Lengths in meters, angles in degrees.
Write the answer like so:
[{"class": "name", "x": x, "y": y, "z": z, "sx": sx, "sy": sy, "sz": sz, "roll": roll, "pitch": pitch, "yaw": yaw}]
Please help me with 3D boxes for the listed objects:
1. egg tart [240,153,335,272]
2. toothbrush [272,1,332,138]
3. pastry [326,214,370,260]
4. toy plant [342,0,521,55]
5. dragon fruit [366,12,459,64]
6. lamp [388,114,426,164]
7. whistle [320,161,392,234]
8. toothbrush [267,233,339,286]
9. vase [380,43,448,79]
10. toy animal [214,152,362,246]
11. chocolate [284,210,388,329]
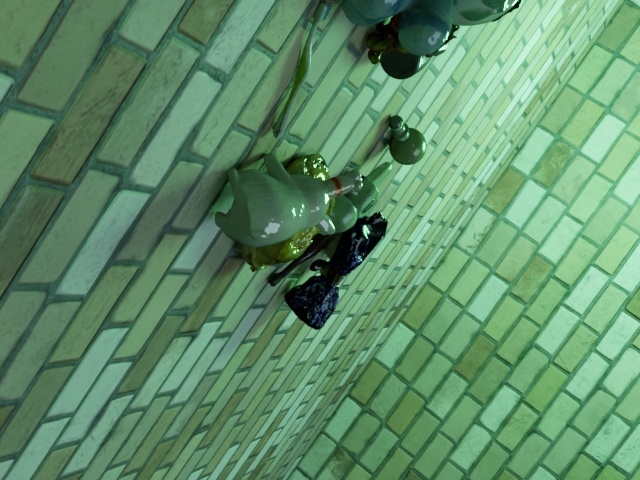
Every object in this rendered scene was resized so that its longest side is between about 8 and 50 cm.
[{"class": "egg tart", "x": -0.053, "y": -0.045, "z": 1.758, "sx": 0.279, "sy": 0.095, "sz": 0.279, "roll": -46, "pitch": 159, "yaw": -23}, {"class": "toothbrush", "x": -0.036, "y": -0.278, "z": 1.463, "sx": 0.026, "sy": 0.022, "sz": 0.263, "roll": -16, "pitch": 141, "yaw": -45}, {"class": "pastry", "x": 0.083, "y": 0.003, "z": 2.232, "sx": 0.156, "sy": 0.092, "sz": 0.156, "roll": -44, "pitch": 168, "yaw": -12}, {"class": "toy plant", "x": 0.166, "y": -0.429, "z": 1.406, "sx": 0.332, "sy": 0.247, "sz": 0.247, "roll": -28, "pitch": 151, "yaw": -42}, {"class": "dragon fruit", "x": 0.163, "y": -0.395, "z": 1.629, "sx": 0.175, "sy": 0.142, "sz": 0.138, "roll": -27, "pitch": -147, "yaw": 21}, {"class": "lamp", "x": 0.195, "y": -0.244, "z": 2.072, "sx": 0.091, "sy": 0.091, "sz": 0.163, "roll": -52, "pitch": 148, "yaw": -6}, {"class": "whistle", "x": 0.075, "y": -0.098, "z": 2.002, "sx": 0.244, "sy": 0.092, "sz": 0.110, "roll": -45, "pitch": 160, "yaw": -21}, {"class": "toothbrush", "x": 0.001, "y": 0.000, "z": 2.092, "sx": 0.364, "sy": 0.041, "sz": 0.041, "roll": -42, "pitch": 160, "yaw": -33}, {"class": "vase", "x": 0.199, "y": -0.388, "z": 1.786, "sx": 0.214, "sy": 0.086, "sz": 0.086, "roll": -37, "pitch": 157, "yaw": -56}, {"class": "toy animal", "x": -0.059, "y": -0.071, "z": 1.580, "sx": 0.282, "sy": 0.138, "sz": 0.140, "roll": -21, "pitch": 137, "yaw": -48}, {"class": "chocolate", "x": 0.043, "y": 0.063, "z": 2.106, "sx": 0.148, "sy": 0.126, "sz": 0.343, "roll": 17, "pitch": 123, "yaw": -35}]
